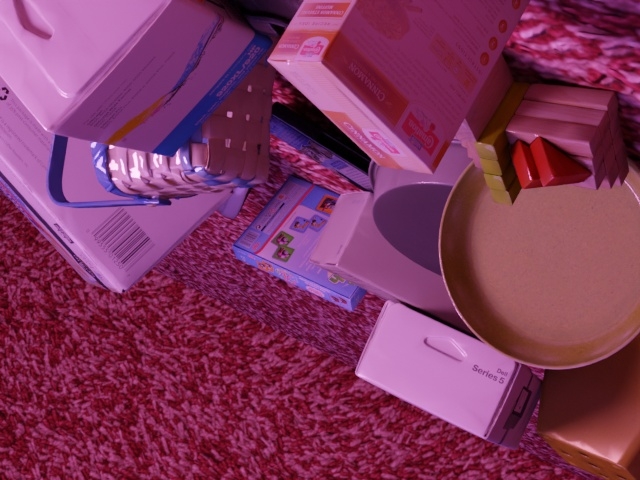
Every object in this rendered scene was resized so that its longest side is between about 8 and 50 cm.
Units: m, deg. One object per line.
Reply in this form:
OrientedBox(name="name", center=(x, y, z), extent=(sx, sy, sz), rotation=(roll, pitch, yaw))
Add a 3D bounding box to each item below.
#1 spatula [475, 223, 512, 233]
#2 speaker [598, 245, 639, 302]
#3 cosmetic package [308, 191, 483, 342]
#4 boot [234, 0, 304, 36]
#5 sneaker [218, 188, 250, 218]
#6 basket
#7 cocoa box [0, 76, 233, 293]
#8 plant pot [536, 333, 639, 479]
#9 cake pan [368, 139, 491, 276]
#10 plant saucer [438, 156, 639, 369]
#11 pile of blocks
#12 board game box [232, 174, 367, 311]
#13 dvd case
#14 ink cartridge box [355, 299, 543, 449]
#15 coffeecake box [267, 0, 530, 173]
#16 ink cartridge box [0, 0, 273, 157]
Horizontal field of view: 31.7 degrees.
OrientedBox(name="spatula", center=(0.212, 0.043, 1.321), extent=(0.084, 0.030, 0.296), rotation=(17, 157, 12))
OrientedBox(name="speaker", center=(0.432, 0.077, 1.126), extent=(0.296, 0.131, 0.131), rotation=(25, 166, 20))
OrientedBox(name="cosmetic package", center=(0.156, 0.050, 1.546), extent=(0.309, 0.113, 0.160), rotation=(28, 175, -14))
OrientedBox(name="boot", center=(-0.064, -0.277, 0.960), extent=(0.263, 0.091, 0.229), rotation=(6, 149, 51))
OrientedBox(name="sneaker", center=(-0.170, -0.102, 1.788), extent=(0.123, 0.106, 0.290), rotation=(30, 169, -12))
OrientedBox(name="basket", center=(-0.195, -0.155, 1.294), extent=(0.289, 0.255, 0.201), rotation=(7, -178, 28))
OrientedBox(name="cocoa box", center=(-0.344, -0.126, 1.645), extent=(0.347, 0.231, 0.228), rotation=(50, 162, -16))
OrientedBox(name="plant pot", center=(0.430, 0.240, 1.602), extent=(0.212, 0.187, 0.212), rotation=(18, 163, 40))
OrientedBox(name="cake pan", center=(0.187, -0.020, 1.315), extent=(0.293, 0.054, 0.293), rotation=(18, 156, 8))
OrientedBox(name="plant saucer", center=(0.234, 0.007, 1.132), extent=(0.241, 0.241, 0.037), rotation=(23, -165, 29))
OrientedBox(name="pile of blocks", center=(0.108, -0.115, 1.061), extent=(0.362, 0.113, 0.149), rotation=(27, 152, 13))
OrientedBox(name="board game box", center=(0.000, 0.000, 1.683), extent=(0.211, 0.160, 0.039), rotation=(23, 149, 26))
OrientedBox(name="dvd case", center=(0.036, -0.100, 1.478), extent=(0.253, 0.022, 0.180), rotation=(32, 177, -7))
OrientedBox(name="ink cartridge box", center=(0.185, 0.191, 1.555), extent=(0.198, 0.115, 0.273), rotation=(24, 175, 22))
OrientedBox(name="coffeecake box", center=(0.068, -0.168, 0.857), extent=(0.068, 0.185, 0.142), rotation=(13, 159, 50))
OrientedBox(name="ink cartridge box", center=(-0.191, -0.203, 1.063), extent=(0.171, 0.168, 0.232), rotation=(48, -167, 13))
